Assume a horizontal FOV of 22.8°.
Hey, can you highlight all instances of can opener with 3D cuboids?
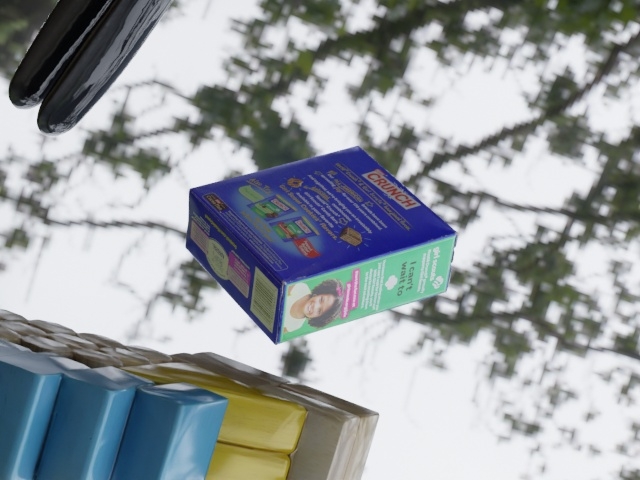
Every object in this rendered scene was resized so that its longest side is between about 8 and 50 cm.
[{"bbox_3d":[-0.075,-0.127,0.693,0.186,0.073,0.059,-51,-135,12],"label":"can opener"}]

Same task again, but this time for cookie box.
[{"bbox_3d":[0.000,0.000,0.806,0.092,0.107,0.040,44,-42,40],"label":"cookie box"}]

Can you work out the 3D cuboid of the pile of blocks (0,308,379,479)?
[{"bbox_3d":[-0.151,0.084,0.589,0.149,0.362,0.113,-149,-106,-72],"label":"pile of blocks"}]
